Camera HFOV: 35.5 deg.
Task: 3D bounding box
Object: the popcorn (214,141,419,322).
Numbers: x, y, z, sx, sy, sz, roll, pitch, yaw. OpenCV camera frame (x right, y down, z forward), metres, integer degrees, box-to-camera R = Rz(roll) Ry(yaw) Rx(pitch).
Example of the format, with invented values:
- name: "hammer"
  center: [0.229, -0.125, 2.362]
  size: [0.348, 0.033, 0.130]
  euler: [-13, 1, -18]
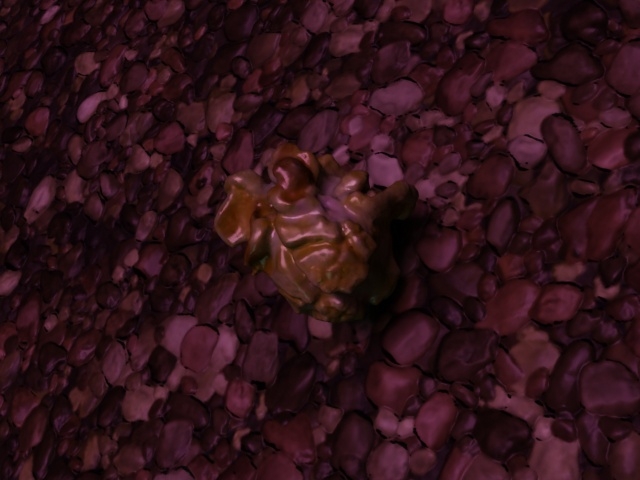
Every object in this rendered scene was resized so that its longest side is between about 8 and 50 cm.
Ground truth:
- name: "popcorn"
  center: [0.000, 0.000, 0.803]
  size: [0.162, 0.135, 0.141]
  euler: [-11, 71, -16]
